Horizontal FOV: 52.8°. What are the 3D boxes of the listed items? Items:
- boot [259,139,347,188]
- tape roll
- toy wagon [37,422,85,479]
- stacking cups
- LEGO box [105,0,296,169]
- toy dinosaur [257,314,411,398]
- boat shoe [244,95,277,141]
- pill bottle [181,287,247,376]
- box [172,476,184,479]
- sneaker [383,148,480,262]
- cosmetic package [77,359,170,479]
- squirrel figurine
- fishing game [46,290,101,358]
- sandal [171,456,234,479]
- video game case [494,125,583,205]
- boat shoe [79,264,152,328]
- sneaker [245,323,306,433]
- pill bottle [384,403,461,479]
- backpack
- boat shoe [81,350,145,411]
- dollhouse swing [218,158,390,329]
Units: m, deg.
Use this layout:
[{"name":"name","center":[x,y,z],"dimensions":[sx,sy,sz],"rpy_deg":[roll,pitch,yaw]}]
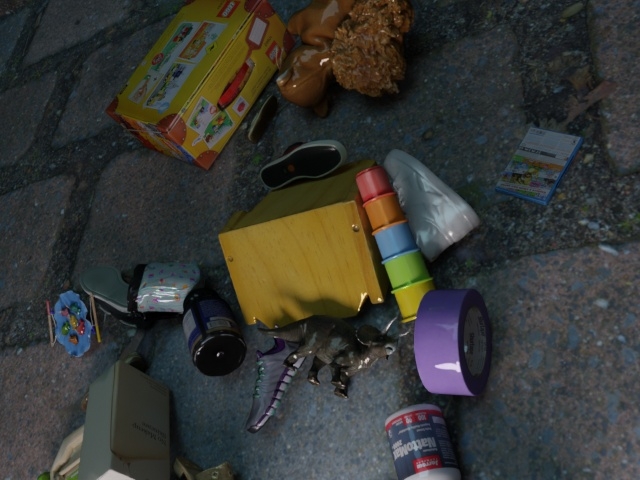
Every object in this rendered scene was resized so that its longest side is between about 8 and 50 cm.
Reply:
[{"name":"boot","center":[-0.018,-0.220,1.620],"dimensions":[0.244,0.088,0.176],"rpy_deg":[-14,22,35]},{"name":"tape roll","center":[0.241,0.181,1.157],"dimensions":[0.080,0.189,0.188],"rpy_deg":[-6,59,31]},{"name":"toy wagon","center":[-0.523,0.581,1.486],"dimensions":[0.267,0.068,0.344],"rpy_deg":[-38,49,8]},{"name":"stacking cups","center":[0.158,0.003,1.302],"dimensions":[0.096,0.096,0.316],"rpy_deg":[-21,79,21]},{"name":"LEGO box","center":[-0.373,-0.508,2.000],"dimensions":[0.373,0.193,0.500],"rpy_deg":[23,76,41]},{"name":"toy dinosaur","center":[0.023,0.219,1.327],"dimensions":[0.314,0.121,0.160],"rpy_deg":[13,62,31]},{"name":"boat shoe","center":[-0.177,-0.357,1.868],"dimensions":[0.049,0.056,0.152],"rpy_deg":[18,73,34]},{"name":"pill bottle","center":[-0.256,0.205,1.502],"dimensions":[0.123,0.123,0.219],"rpy_deg":[-42,35,4]},{"name":"box","center":[-0.281,0.603,1.303],"dimensions":[0.147,0.077,0.180],"rpy_deg":[20,74,40]},{"name":"sneaker","center":[0.189,-0.075,1.411],"dimensions":[0.169,0.108,0.292],"rpy_deg":[-41,49,0]},{"name":"cosmetic package","center":[-0.421,0.429,1.402],"dimensions":[0.113,0.160,0.309],"rpy_deg":[-41,34,13]},{"name":"squirrel figurine","center":[0.047,-0.510,1.684],"dimensions":[0.397,0.281,0.370],"rpy_deg":[33,89,45]},{"name":"fishing game","center":[-0.695,0.234,1.783],"dimensions":[0.264,0.041,0.189],"rpy_deg":[-6,91,40]},{"name":"sandal","center":[-0.220,0.487,1.332],"dimensions":[0.240,0.088,0.079],"rpy_deg":[19,79,45]},{"name":"video game case","center":[0.457,-0.159,1.351],"dimensions":[0.119,0.015,0.166],"rpy_deg":[24,76,40]},{"name":"boat shoe","center":[-0.561,0.155,1.764],"dimensions":[0.114,0.091,0.303],"rpy_deg":[-33,38,-27]},{"name":"sneaker","center":[-0.116,0.292,1.370],"dimensions":[0.223,0.098,0.083],"rpy_deg":[-59,7,-20]},{"name":"pill bottle","center":[0.183,0.387,1.118],"dimensions":[0.108,0.108,0.180],"rpy_deg":[-27,50,17]},{"name":"backpack","center":[-0.382,0.122,1.616],"dimensions":[0.182,0.115,0.151],"rpy_deg":[4,45,-4]},{"name":"boat shoe","center":[-0.529,0.358,1.643],"dimensions":[0.190,0.068,0.072],"rpy_deg":[-39,35,-7]},{"name":"dollhouse swing","center":[0.000,0.000,1.520],"dimensions":[0.347,0.305,0.314],"rpy_deg":[-14,96,26]}]
